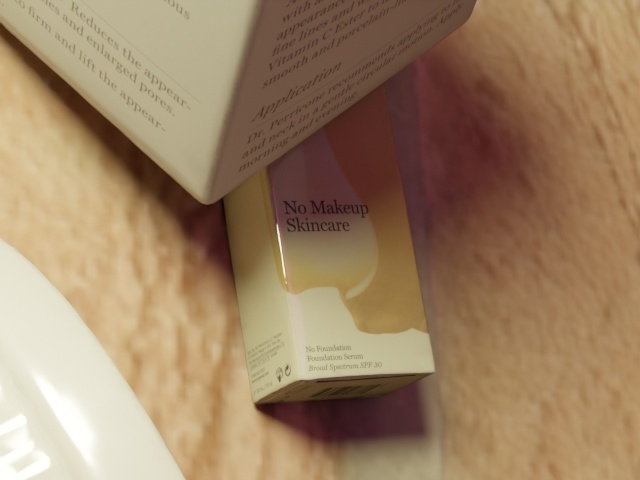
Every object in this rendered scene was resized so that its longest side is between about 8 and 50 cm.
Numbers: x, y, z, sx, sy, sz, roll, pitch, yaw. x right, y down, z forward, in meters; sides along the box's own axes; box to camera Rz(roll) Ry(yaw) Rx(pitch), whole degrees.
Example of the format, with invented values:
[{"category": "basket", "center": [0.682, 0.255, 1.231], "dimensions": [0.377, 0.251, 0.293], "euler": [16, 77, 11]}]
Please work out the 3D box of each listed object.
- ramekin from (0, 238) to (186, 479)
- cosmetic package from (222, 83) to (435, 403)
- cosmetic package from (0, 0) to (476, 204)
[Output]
[{"category": "ramekin", "center": [-0.099, 0.112, 0.443], "dimensions": [0.109, 0.207, 0.207], "euler": [-25, 86, -23]}, {"category": "cosmetic package", "center": [0.000, 0.000, 0.630], "dimensions": [0.060, 0.041, 0.115], "euler": [-2, 74, -29]}, {"category": "cosmetic package", "center": [-0.024, -0.145, 0.560], "dimensions": [0.151, 0.183, 0.151], "euler": [42, 54, 16]}]
